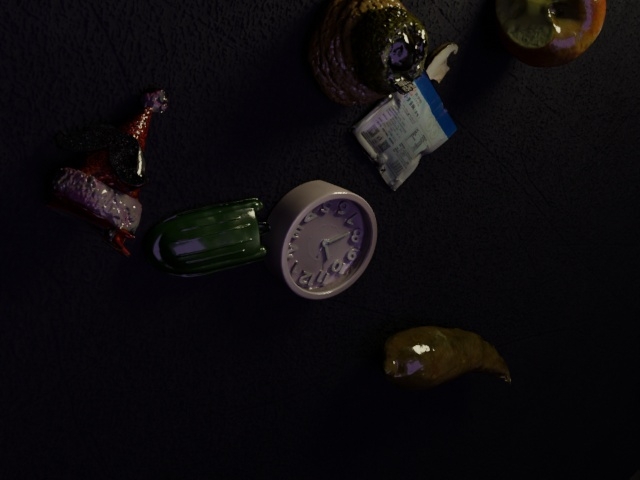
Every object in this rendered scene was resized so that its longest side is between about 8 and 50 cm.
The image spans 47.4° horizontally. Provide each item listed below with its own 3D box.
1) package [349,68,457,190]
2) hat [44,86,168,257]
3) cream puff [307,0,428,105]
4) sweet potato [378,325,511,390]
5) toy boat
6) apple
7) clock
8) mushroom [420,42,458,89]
[{"bbox_3d":[0.152,-0.194,1.284,0.173,0.027,0.171,-45,129,-5],"label":"package"},{"bbox_3d":[-0.263,-0.107,0.974,0.129,0.140,0.227,42,72,-51],"label":"hat"},{"bbox_3d":[0.091,-0.282,1.105,0.183,0.169,0.183,-17,120,-31],"label":"cream puff"},{"bbox_3d":[0.264,0.245,1.521,0.423,0.130,0.130,10,106,-44],"label":"sweet potato"},{"bbox_3d":[-0.168,-0.002,1.131,0.210,0.052,0.104,-14,104,-30],"label":"toy boat"},{"bbox_3d":[0.406,-0.397,1.275,0.160,0.173,0.195,16,106,-37],"label":"apple"},{"bbox_3d":[0.000,0.000,1.243,0.197,0.068,0.196,-16,121,-29],"label":"clock"},{"bbox_3d":[0.203,-0.304,1.274,0.049,0.019,0.101,35,93,-39],"label":"mushroom"}]
